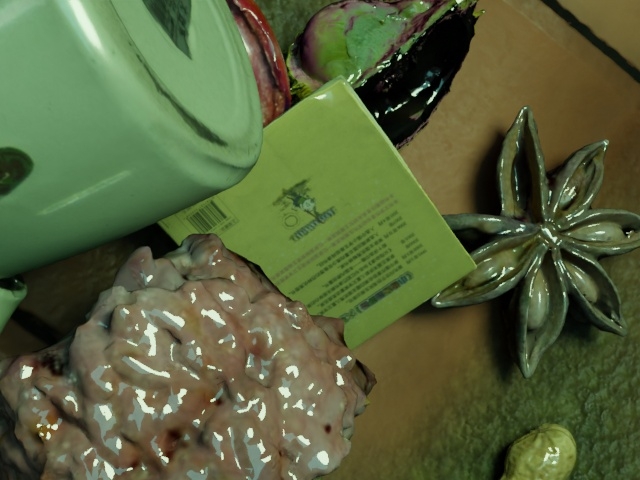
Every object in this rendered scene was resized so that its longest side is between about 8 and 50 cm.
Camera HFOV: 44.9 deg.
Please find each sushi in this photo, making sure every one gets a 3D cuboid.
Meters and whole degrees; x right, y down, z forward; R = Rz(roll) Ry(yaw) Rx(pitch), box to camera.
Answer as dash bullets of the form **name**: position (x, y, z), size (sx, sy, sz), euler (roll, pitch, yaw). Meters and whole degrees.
- **sushi**: position (-0.105, 0.116, 0.467), size (0.171, 0.270, 0.236), euler (49, 62, -1)

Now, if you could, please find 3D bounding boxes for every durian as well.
- **durian**: position (0.036, -0.141, 0.633), size (0.187, 0.119, 0.108), euler (-41, 58, -18)

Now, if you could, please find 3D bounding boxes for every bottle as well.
- **bottle**: position (-0.230, -0.055, 0.447), size (0.352, 0.229, 0.229), euler (-23, 90, 15)

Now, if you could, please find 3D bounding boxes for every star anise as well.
- **star anise**: position (0.193, 0.009, 0.656), size (0.197, 0.073, 0.212), euler (43, 79, -3)

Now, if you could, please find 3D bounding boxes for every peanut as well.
- **peanut**: position (0.170, 0.199, 0.642), size (0.054, 0.054, 0.113), euler (42, 76, -7)

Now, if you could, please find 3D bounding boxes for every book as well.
- **book**: position (0.000, 0.000, 0.574), size (0.168, 0.013, 0.192), euler (-35, 115, 8)

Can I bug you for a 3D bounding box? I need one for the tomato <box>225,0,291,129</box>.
- **tomato**: position (-0.110, -0.117, 0.583), size (0.189, 0.099, 0.173), euler (-26, 107, 20)
